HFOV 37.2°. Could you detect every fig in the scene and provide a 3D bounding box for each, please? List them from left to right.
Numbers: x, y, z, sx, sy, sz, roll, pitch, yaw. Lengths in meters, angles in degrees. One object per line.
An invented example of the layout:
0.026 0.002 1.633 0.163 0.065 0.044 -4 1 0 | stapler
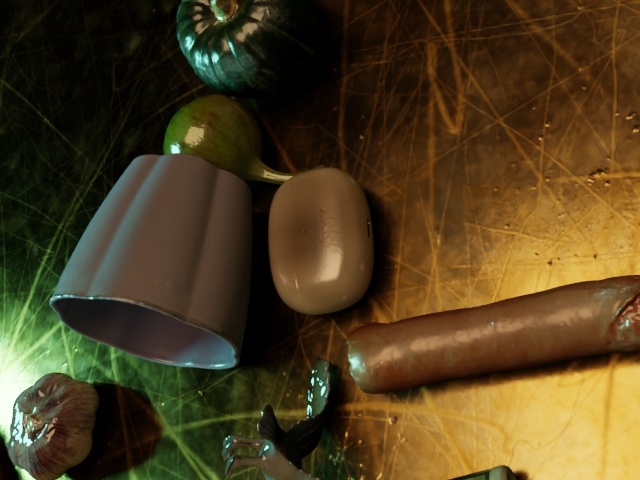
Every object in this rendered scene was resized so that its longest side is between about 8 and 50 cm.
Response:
-0.104 -0.120 1.374 0.245 0.149 0.149 24 87 14 | fig

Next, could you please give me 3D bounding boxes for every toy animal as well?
-0.045 0.275 1.176 0.197 0.160 0.272 -52 28 30 | toy animal

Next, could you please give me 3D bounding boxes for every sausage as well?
0.224 0.109 1.107 0.419 0.094 0.094 -14 46 27 | sausage

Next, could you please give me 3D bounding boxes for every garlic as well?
-0.399 0.272 1.403 0.147 0.102 0.159 34 91 34 | garlic

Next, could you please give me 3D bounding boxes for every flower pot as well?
-0.208 0.021 1.297 0.265 0.265 0.243 0 66 30 | flower pot

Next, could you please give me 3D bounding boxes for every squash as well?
-0.107 -0.311 1.385 0.218 0.172 0.218 10 105 38 | squash

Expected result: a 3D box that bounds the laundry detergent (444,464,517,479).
0.126 0.335 1.104 0.226 0.070 0.099 -21 73 24 | laundry detergent

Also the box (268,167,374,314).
0.000 0.000 1.272 0.146 0.088 0.200 -13 67 24 | box
